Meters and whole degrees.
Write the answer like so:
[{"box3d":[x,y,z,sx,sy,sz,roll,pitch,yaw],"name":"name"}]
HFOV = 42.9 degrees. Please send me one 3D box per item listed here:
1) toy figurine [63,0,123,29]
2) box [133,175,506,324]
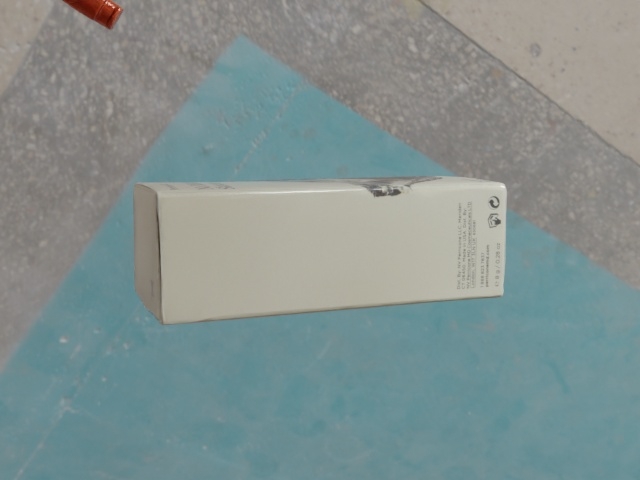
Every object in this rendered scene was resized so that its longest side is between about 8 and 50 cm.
[{"box3d":[-0.300,-0.430,1.133,0.148,0.213,0.209,31,144,-15],"name":"toy figurine"},{"box3d":[0.000,0.000,0.632,0.274,0.113,0.094,-3,98,-22],"name":"box"}]
